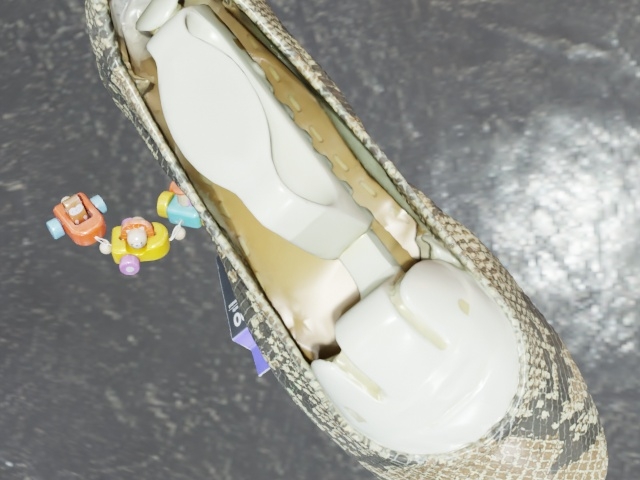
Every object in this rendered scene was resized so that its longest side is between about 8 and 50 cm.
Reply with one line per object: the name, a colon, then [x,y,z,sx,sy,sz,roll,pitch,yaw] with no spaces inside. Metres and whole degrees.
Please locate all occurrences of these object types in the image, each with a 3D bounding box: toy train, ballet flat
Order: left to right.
toy train: [-0.171,-0.036,1.343,0.166,0.125,0.046,-28,141,-15]
ballet flat: [0.000,0.000,0.908,0.164,0.182,0.483,-38,81,4]

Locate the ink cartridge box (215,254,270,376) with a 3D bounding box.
ink cartridge box: [-0.063,0.062,2.109,0.045,0.206,0.208,14,48,-41]
